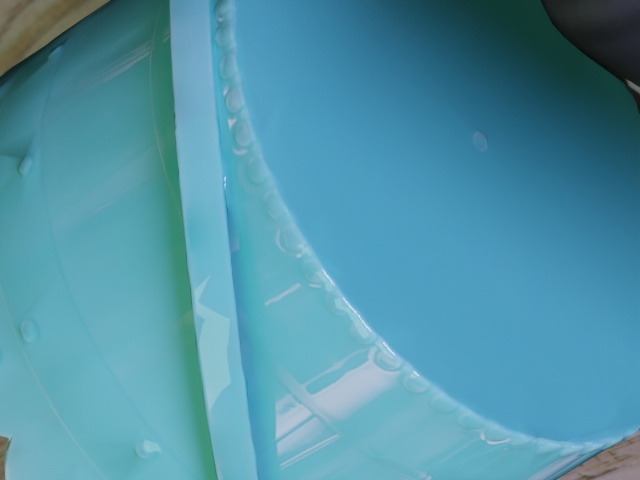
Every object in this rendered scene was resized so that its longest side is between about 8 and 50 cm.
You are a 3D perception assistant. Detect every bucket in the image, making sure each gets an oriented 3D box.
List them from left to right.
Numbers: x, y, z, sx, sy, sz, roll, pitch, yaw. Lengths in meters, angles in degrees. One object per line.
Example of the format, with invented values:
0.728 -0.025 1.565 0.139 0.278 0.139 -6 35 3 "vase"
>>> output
0.000 0.000 0.671 0.281 0.281 0.183 44 131 -15 "bucket"

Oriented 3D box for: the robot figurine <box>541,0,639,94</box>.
0.167 -0.080 0.437 0.278 0.209 0.173 31 131 -17 "robot figurine"
